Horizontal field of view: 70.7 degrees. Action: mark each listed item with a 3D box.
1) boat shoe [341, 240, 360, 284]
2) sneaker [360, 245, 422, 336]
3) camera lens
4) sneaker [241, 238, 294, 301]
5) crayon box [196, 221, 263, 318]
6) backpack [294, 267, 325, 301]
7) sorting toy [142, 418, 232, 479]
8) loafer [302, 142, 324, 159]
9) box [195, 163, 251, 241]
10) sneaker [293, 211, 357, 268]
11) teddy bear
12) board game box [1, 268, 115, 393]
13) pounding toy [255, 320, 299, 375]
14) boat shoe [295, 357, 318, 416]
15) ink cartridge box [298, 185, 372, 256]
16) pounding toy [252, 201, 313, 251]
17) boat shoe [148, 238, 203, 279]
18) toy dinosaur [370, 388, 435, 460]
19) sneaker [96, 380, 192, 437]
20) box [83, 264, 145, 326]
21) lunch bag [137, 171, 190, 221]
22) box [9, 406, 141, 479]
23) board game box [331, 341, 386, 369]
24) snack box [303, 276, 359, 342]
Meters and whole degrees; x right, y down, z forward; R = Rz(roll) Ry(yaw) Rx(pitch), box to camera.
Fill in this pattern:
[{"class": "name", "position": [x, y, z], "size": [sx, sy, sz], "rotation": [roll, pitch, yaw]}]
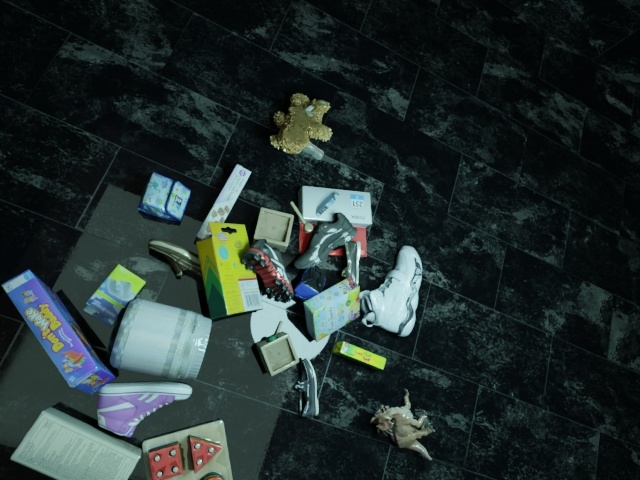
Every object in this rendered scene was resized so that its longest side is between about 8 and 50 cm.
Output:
[{"class": "boat shoe", "position": [0.115, 0.112, 1.774], "size": [0.069, 0.081, 0.227], "rotation": [5, 80, -5]}, {"class": "sneaker", "position": [0.272, 0.183, 1.778], "size": [0.210, 0.137, 0.365], "rotation": [13, 76, -19]}, {"class": "camera lens", "position": [-0.506, 0.313, 1.425], "size": [0.275, 0.219, 0.219], "rotation": [17, 72, -15]}, {"class": "sneaker", "position": [-0.171, 0.103, 1.636], "size": [0.276, 0.098, 0.135], "rotation": [55, 35, -29]}, {"class": "crayon box", "position": [-0.316, 0.100, 1.563], "size": [0.202, 0.081, 0.318], "rotation": [5, 70, -62]}, {"class": "backpack", "position": [-0.043, 0.164, 1.694], "size": [0.098, 0.101, 0.120], "rotation": [38, 35, -11]}, {"class": "sorting toy", "position": [-0.412, 0.736, 1.426], "size": [0.256, 0.089, 0.256], "rotation": [-8, 80, -21]}, {"class": "loafer", "position": [-0.042, -0.382, 1.860], "size": [0.125, 0.045, 0.039], "rotation": [36, 49, -6]}, {"class": "box", "position": [-0.359, -0.130, 1.671], "size": [0.063, 0.067, 0.323], "rotation": [29, 70, -11]}, {"class": "sneaker", "position": [0.000, 0.000, 1.724], "size": [0.286, 0.109, 0.130], "rotation": [-38, 105, -17]}, {"class": "teddy bear", "position": [-0.077, -0.463, 1.811], "size": [0.245, 0.113, 0.337], "rotation": [5, 56, -9]}, {"class": "board game box", "position": [-0.748, 0.272, 1.306], "size": [0.078, 0.233, 0.347], "rotation": [-36, 78, -24]}, {"class": "pounding toy", "position": [-0.155, 0.381, 1.612], "size": [0.130, 0.100, 0.141], "rotation": [-22, 96, -22]}, {"class": "boat shoe", "position": [-0.054, 0.528, 1.614], "size": [0.065, 0.075, 0.205], "rotation": [-5, 83, -24]}, {"class": "ink cartridge box", "position": [0.061, -0.074, 1.807], "size": [0.297, 0.066, 0.260], "rotation": [3, 75, -19]}, {"class": "pounding toy", "position": [-0.137, -0.053, 1.709], "size": [0.206, 0.094, 0.180], "rotation": [14, 69, -9]}, {"class": "boat shoe", "position": [-0.479, 0.078, 1.563], "size": [0.258, 0.095, 0.095], "rotation": [23, 76, -13]}, {"class": "toy dinosaur", "position": [0.297, 0.700, 1.677], "size": [0.200, 0.127, 0.295], "rotation": [-27, 99, -16]}, {"class": "sneaker", "position": [-0.553, 0.532, 1.427], "size": [0.282, 0.102, 0.160], "rotation": [0, 80, -9]}, {"class": "box", "position": [-0.680, 0.181, 1.492], "size": [0.109, 0.042, 0.178], "rotation": [35, 67, -8]}, {"class": "lunch bag", "position": [-0.548, -0.149, 1.597], "size": [0.151, 0.096, 0.128], "rotation": [24, 67, -28]}, {"class": "box", "position": [-0.707, 0.628, 1.329], "size": [0.311, 0.121, 0.147], "rotation": [33, 69, -10]}, {"class": "board game box", "position": [0.144, 0.433, 1.697], "size": [0.181, 0.092, 0.043], "rotation": [25, 70, -12]}, {"class": "snack box", "position": [0.046, 0.255, 1.664], "size": [0.207, 0.174, 0.070], "rotation": [-26, 45, -22]}]
